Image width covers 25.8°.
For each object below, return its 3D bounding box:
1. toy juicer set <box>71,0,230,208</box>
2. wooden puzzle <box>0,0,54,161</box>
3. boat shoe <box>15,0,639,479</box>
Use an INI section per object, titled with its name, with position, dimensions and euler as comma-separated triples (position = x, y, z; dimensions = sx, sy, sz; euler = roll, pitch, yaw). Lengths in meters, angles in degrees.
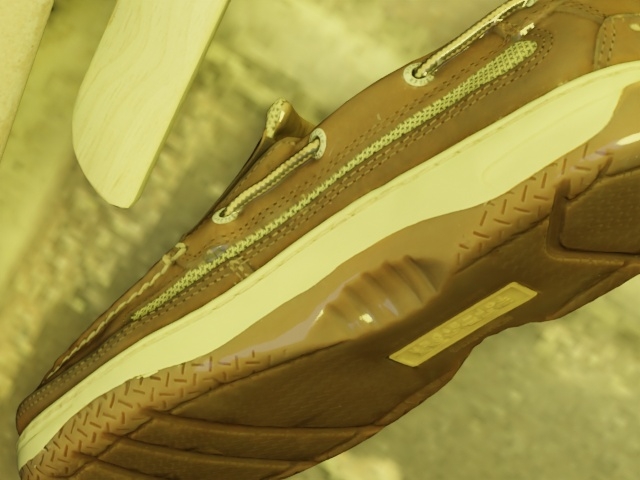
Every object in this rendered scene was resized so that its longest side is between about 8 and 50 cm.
[toy juicer set]
position = -0.074, -0.201, 0.421
dimensions = 0.209, 0.089, 0.329
euler = -41, 80, 25
[wooden puzzle]
position = -0.241, -0.088, 0.447
dimensions = 0.348, 0.080, 0.322
euler = 32, 118, 13
[boat shoe]
position = 0.005, 0.003, 0.450
dimensions = 0.257, 0.095, 0.095
euler = -29, 55, 21
